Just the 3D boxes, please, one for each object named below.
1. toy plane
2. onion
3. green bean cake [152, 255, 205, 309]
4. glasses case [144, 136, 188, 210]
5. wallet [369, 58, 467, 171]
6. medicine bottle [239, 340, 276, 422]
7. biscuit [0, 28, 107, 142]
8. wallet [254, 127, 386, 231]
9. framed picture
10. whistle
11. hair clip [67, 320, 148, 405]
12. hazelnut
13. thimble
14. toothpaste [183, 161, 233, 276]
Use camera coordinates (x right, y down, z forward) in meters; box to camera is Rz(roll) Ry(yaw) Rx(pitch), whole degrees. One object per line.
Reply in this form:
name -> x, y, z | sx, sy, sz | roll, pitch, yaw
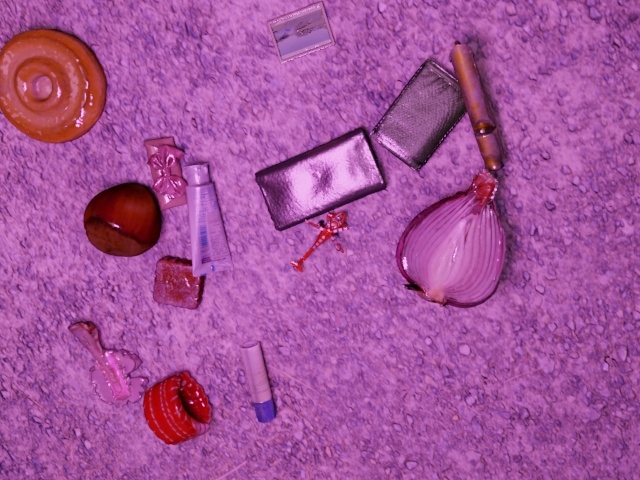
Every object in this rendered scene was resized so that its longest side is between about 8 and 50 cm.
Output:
toy plane -> 0.007, 0.004, 1.517 | 0.126, 0.077, 0.194 | 22, 112, 5
onion -> 0.335, -0.006, 1.439 | 0.267, 0.159, 0.348 | 29, 86, -10
green bean cake -> -0.392, 0.117, 1.595 | 0.135, 0.056, 0.135 | 11, 104, 2
glasses case -> -0.403, -0.177, 1.521 | 0.103, 0.070, 0.193 | -9, 102, 7
wallet -> 0.253, -0.308, 1.422 | 0.160, 0.055, 0.236 | 36, 100, -7
medicine bottle -> -0.177, 0.403, 1.634 | 0.059, 0.059, 0.230 | -9, 102, 9
biscuit -> -0.709, -0.401, 1.493 | 0.296, 0.102, 0.296 | 1, 103, 4
wallet -> -0.002, -0.156, 1.494 | 0.321, 0.044, 0.170 | -21, 99, 14
framed picture -> -0.049, -0.518, 1.431 | 0.149, 0.011, 0.109 | -17, 100, 10
whistle -> 0.375, -0.319, 1.368 | 0.057, 0.068, 0.326 | -19, 113, 18
hair clip -> -0.625, 0.348, 1.668 | 0.173, 0.069, 0.300 | -19, 110, 12
hazelnut -> -0.519, -0.062, 1.517 | 0.208, 0.208, 0.208 | 1, 103, 6
thimble -> -0.403, 0.480, 1.625 | 0.125, 0.163, 0.189 | -29, 98, 14
toothpaste -> -0.310, -0.057, 1.536 | 0.114, 0.073, 0.299 | -13, 104, -28
